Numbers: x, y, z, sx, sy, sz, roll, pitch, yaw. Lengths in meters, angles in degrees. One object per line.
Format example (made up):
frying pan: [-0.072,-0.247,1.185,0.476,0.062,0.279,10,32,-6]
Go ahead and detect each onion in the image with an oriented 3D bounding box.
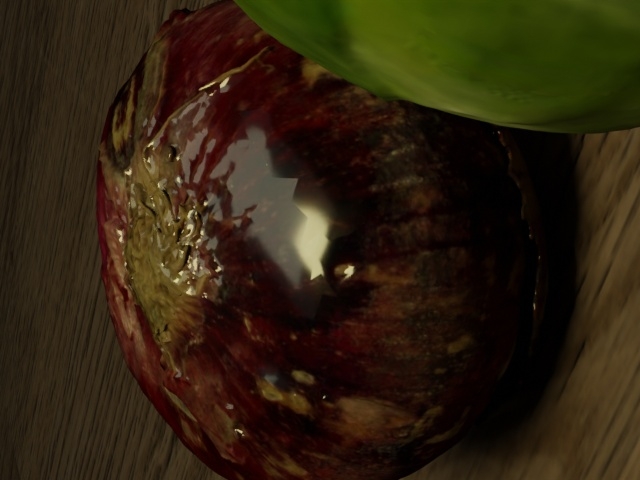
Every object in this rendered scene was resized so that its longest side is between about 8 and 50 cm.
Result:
onion: [0.000,0.000,0.915,0.246,0.190,0.246,33,133,44]

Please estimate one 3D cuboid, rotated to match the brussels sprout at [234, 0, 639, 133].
brussels sprout: [0.080,-0.178,0.584,0.354,0.281,0.289,-131,45,-74]
